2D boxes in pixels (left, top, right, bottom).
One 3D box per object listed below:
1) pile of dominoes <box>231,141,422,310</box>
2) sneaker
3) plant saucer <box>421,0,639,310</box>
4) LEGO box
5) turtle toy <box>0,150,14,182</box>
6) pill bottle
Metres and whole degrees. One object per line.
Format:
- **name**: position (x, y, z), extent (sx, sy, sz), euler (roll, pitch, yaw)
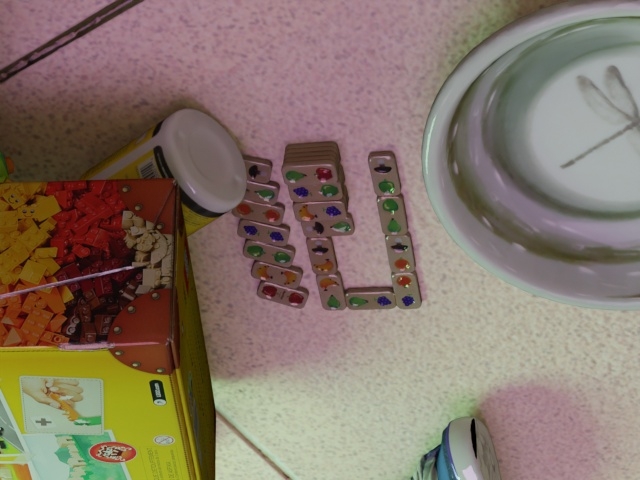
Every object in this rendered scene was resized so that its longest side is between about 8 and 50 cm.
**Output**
- **pile of dominoes**: position (0.000, 0.000, 1.852), extent (0.196, 0.040, 0.251), euler (-3, 132, 12)
- **sneaker**: position (0.113, 0.351, 2.104), extent (0.236, 0.130, 0.323), euler (-8, 137, 11)
- **plant saucer**: position (0.303, -0.100, 1.667), extent (0.400, 0.101, 0.400), euler (5, 133, 5)
- **LEGO box**: position (-0.315, 0.157, 1.798), extent (0.372, 0.193, 0.500), euler (-1, 146, 0)
- **turtle toy**: position (-0.389, -0.071, 1.827), extent (0.130, 0.066, 0.095), euler (-32, 117, 34)
- **pill bottle**: position (-0.189, -0.044, 1.786), extent (0.208, 0.119, 0.119), euler (-29, 123, 32)
